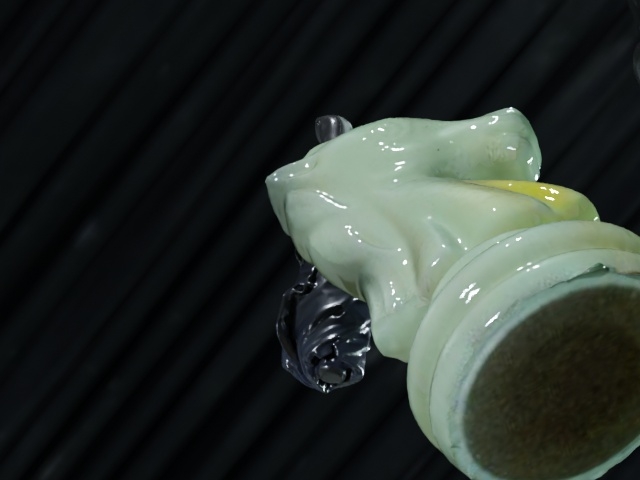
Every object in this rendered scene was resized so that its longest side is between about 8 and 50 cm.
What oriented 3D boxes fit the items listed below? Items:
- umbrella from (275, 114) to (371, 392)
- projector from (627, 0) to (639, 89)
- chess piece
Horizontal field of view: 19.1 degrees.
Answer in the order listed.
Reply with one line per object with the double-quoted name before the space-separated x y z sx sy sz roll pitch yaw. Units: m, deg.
"umbrella" 0.006 -0.004 1.360 0.071 0.071 0.248 30 45 -30
"projector" 0.293 -0.027 0.730 0.405 0.242 0.395 64 4 8
"chess piece" 0.090 0.007 1.185 0.176 0.176 0.298 27 17 -37
